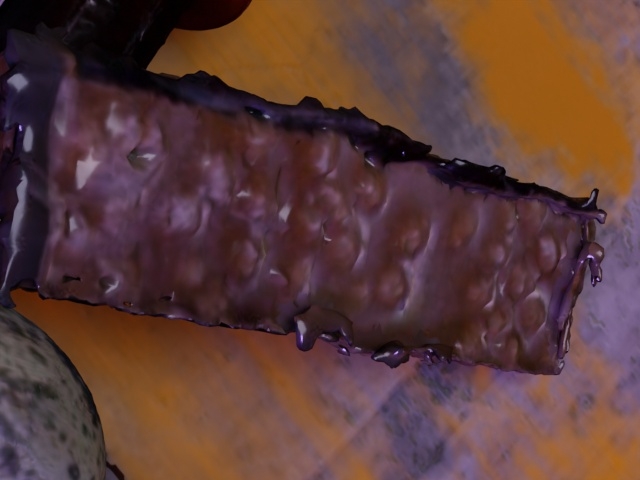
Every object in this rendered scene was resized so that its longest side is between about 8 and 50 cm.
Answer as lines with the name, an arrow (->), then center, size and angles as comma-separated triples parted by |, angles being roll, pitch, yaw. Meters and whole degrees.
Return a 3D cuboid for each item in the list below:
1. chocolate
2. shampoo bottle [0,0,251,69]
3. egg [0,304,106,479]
chocolate -> -0.004, -0.003, 0.644 | 0.329, 0.065, 0.102 | 13, 83, -42
shampoo bottle -> -0.049, -0.164, 0.667 | 0.104, 0.104, 0.278 | 38, 63, -17
egg -> -0.159, 0.077, 0.532 | 0.172, 0.132, 0.132 | 3, 77, -19
